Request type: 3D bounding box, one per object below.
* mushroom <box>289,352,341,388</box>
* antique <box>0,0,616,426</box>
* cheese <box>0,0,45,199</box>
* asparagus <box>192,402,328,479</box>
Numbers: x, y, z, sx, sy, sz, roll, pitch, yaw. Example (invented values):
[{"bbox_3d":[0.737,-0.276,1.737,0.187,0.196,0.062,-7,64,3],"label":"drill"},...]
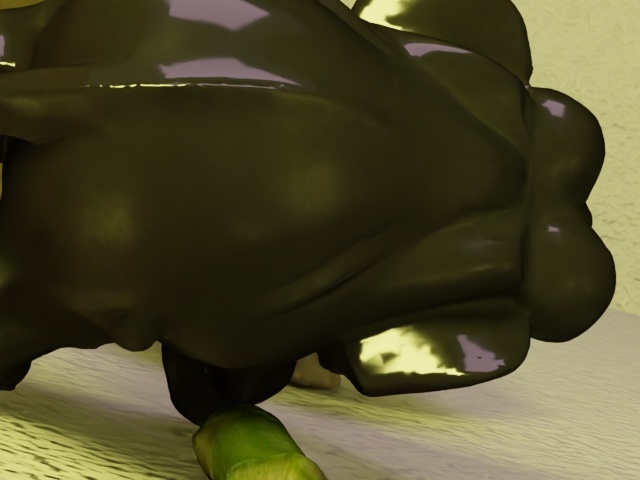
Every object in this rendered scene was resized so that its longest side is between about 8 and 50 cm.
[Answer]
[{"bbox_3d":[0.000,0.000,1.168,0.254,0.184,0.255,17,4,-1],"label":"mushroom"},{"bbox_3d":[-0.035,-0.015,0.803,0.255,0.185,0.322,-16,-23,41],"label":"antique"},{"bbox_3d":[-0.181,-0.147,0.881,0.383,0.104,0.384,-6,-32,-4],"label":"cheese"},{"bbox_3d":[-0.017,0.098,0.703,0.041,0.045,0.178,-17,9,-9],"label":"asparagus"}]
